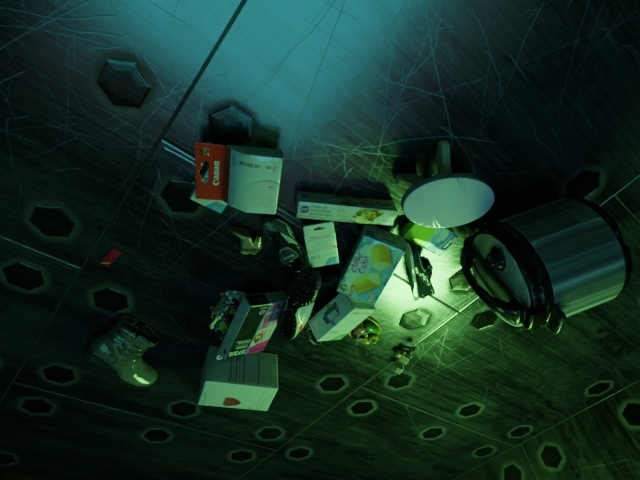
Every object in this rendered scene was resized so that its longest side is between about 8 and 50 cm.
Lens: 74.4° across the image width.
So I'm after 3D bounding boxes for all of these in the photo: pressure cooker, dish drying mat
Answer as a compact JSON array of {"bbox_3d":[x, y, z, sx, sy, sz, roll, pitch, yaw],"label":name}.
[{"bbox_3d":[0.681,0.080,1.356,0.419,0.370,0.376,-19,90,-6],"label":"pressure cooker"},{"bbox_3d":[-0.696,0.056,1.399,0.083,0.008,0.032,-36,123,20],"label":"dish drying mat"}]

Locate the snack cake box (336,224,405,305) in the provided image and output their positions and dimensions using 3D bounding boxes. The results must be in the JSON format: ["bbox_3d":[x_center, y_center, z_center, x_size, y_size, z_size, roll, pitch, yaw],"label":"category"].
[{"bbox_3d":[0.172,0.086,1.467,0.152,0.089,0.265,20,124,-3],"label":"snack cake box"}]

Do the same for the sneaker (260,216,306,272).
[{"bbox_3d":[-0.114,0.020,1.387,0.078,0.106,0.234,-28,127,13],"label":"sneaker"}]

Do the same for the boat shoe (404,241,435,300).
[{"bbox_3d":[0.361,0.105,1.525,0.091,0.115,0.303,-15,141,5],"label":"boat shoe"}]

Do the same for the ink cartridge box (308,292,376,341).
[{"bbox_3d":[0.083,0.287,1.604,0.212,0.093,0.154,-44,147,26],"label":"ink cartridge box"}]

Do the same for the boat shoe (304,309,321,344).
[{"bbox_3d":[-0.040,0.332,1.659,0.065,0.083,0.183,-23,127,11],"label":"boat shoe"}]

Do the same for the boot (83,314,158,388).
[{"bbox_3d":[-0.713,0.444,1.643,0.222,0.118,0.338,-32,130,10],"label":"boot"}]

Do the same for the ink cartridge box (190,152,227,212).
[{"bbox_3d":[-0.292,-0.178,1.234,0.104,0.060,0.180,27,120,-27],"label":"ink cartridge box"}]

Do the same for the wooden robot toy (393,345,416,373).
[{"bbox_3d":[0.364,0.514,1.888,0.079,0.076,0.174,30,127,14],"label":"wooden robot toy"}]

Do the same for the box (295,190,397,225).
[{"bbox_3d":[0.083,-0.101,1.345,0.323,0.067,0.063,5,127,-11],"label":"box"}]

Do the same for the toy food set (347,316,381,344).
[{"bbox_3d":[0.163,0.375,1.730,0.217,0.071,0.128,35,117,-29],"label":"toy food set"}]

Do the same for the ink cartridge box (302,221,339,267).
[{"bbox_3d":[0.000,0.000,1.415,0.104,0.062,0.182,-9,129,-1],"label":"ink cartridge box"}]

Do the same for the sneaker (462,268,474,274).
[{"bbox_3d":[0.611,0.100,1.591,0.166,0.065,0.076,3,144,-6],"label":"sneaker"}]

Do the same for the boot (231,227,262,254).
[{"bbox_3d":[-0.250,0.007,1.401,0.118,0.042,0.087,17,126,-20],"label":"boot"}]

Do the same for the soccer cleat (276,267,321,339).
[{"bbox_3d":[-0.066,0.216,1.520,0.108,0.116,0.319,31,121,17],"label":"soccer cleat"}]

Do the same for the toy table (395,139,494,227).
[{"bbox_3d":[0.364,-0.156,1.279,0.273,0.161,0.252,8,126,-15],"label":"toy table"}]

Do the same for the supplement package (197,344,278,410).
[{"bbox_3d":[-0.341,0.575,1.752,0.292,0.175,0.178,12,127,-16],"label":"supplement package"}]

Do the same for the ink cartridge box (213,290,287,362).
[{"bbox_3d":[-0.266,0.346,1.597,0.175,0.069,0.371,-1,132,-43],"label":"ink cartridge box"}]

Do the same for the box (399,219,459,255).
[{"bbox_3d":[0.379,-0.024,1.461,0.178,0.043,0.109,25,122,-24],"label":"box"}]

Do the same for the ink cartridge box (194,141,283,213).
[{"bbox_3d":[-0.230,-0.169,1.177,0.232,0.066,0.189,0,130,-15],"label":"ink cartridge box"}]

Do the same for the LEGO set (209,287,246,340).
[{"bbox_3d":[-0.358,0.312,1.576,0.132,0.107,0.287,9,124,-8],"label":"LEGO set"}]
